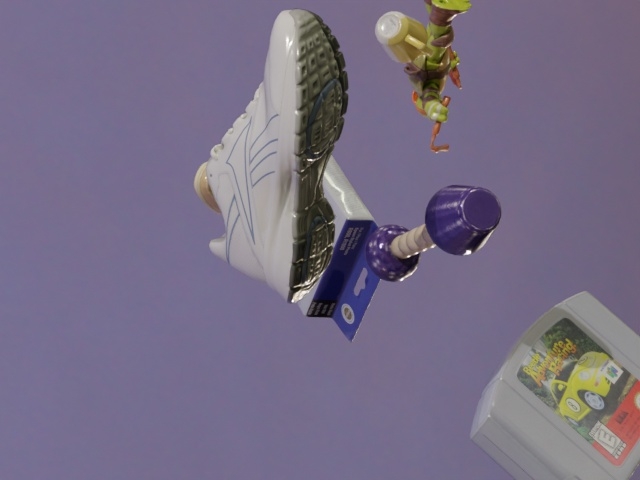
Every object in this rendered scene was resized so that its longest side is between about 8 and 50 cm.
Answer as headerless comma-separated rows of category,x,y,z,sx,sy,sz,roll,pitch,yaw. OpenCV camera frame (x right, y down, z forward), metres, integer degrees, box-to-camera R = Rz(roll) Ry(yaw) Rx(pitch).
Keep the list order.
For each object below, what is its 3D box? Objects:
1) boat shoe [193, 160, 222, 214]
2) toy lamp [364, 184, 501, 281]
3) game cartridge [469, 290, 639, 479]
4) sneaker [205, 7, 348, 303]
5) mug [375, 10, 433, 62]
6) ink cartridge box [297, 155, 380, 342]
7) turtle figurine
boat shoe,-0.079,-0.045,1.794,0.170,0.059,0.063,31,-102,-44
toy lamp,0.124,-0.008,1.663,0.080,0.080,0.274,-69,13,-18
game cartridge,0.300,0.184,1.745,0.294,0.196,0.060,-43,-12,-45
sneaker,-0.052,-0.083,1.456,0.111,0.129,0.297,-35,-42,-57
mug,0.110,-0.276,1.997,0.064,0.078,0.062,26,-114,-63
ink cartridge box,0.000,0.000,2.067,0.045,0.224,0.223,-16,-34,-29
turtle figurine,0.163,-0.265,2.143,0.269,0.087,0.217,-71,-11,-56
